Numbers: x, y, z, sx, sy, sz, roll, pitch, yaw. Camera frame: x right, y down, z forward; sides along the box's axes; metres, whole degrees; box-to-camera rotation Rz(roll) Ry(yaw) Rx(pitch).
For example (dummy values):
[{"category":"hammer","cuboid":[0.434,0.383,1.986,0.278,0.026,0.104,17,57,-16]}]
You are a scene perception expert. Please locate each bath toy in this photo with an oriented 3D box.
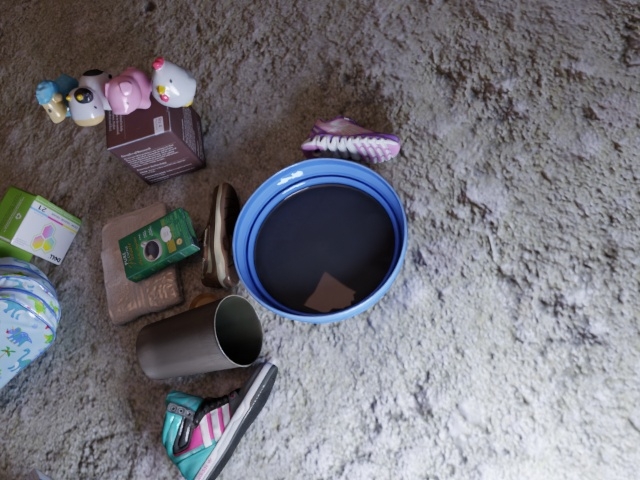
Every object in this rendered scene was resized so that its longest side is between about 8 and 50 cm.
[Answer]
[{"category":"bath toy","cuboid":[-0.457,-0.340,1.428,0.348,0.129,0.151,-4,69,14]}]

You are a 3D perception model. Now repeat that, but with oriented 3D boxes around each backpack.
[{"category":"backpack","cuboid":[-0.775,0.207,1.461,0.355,0.290,0.273,-45,32,-19]}]

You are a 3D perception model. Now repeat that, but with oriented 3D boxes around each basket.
[{"category":"basket","cuboid":[-0.269,0.219,1.370,0.227,0.204,0.154,-17,83,20]}]

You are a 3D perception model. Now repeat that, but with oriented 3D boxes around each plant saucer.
[{"category":"plant saucer","cuboid":[-0.267,0.163,1.470,0.083,0.015,0.083,-5,69,13]}]

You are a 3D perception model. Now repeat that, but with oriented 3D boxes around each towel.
[{"category":"towel","cuboid":[-0.440,0.050,1.544,0.187,0.049,0.282,-20,66,9]}]

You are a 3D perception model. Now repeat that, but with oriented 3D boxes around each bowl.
[{"category":"bowl","cuboid":[0.000,0.000,1.404,0.391,0.077,0.391,-5,64,10]}]

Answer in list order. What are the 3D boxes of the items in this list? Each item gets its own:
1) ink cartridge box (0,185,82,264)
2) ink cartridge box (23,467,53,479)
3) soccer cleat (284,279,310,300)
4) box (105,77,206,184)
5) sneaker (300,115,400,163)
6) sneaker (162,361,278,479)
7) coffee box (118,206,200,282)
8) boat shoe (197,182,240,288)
[{"category":"ink cartridge box","cuboid":[-0.735,0.021,1.563,0.097,0.189,0.255,19,77,20]},{"category":"ink cartridge box","cuboid":[-0.574,0.613,1.243,0.233,0.168,0.171,-51,25,-22]},{"category":"soccer cleat","cuboid":[-0.051,0.109,1.424,0.083,0.029,0.035,-38,56,-4]},{"category":"box","cuboid":[-0.407,-0.270,1.570,0.167,0.203,0.168,-15,66,11]},{"category":"sneaker","cuboid":[0.074,-0.246,1.490,0.236,0.095,0.104,4,64,18]},{"category":"sneaker","cuboid":[-0.232,0.352,1.336,0.178,0.124,0.295,32,82,14]},{"category":"coffee box","cuboid":[-0.382,0.011,1.487,0.184,0.040,0.113,-28,64,9]},{"category":"boat shoe","cuboid":[-0.249,-0.013,1.491,0.095,0.095,0.257,-9,68,19]}]
